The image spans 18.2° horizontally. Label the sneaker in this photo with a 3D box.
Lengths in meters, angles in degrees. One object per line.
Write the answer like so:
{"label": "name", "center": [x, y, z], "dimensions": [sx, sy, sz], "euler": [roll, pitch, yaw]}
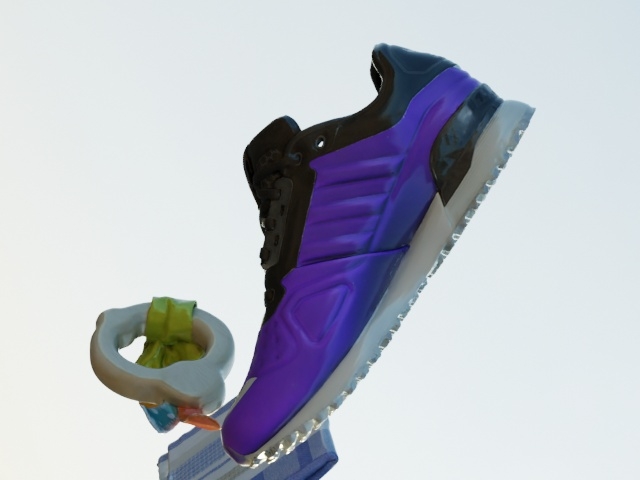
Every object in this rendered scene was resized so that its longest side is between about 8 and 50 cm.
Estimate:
{"label": "sneaker", "center": [0.000, 0.000, 1.272], "dimensions": [0.146, 0.293, 0.102], "euler": [35, -9, 2]}

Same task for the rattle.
{"label": "rattle", "center": [-0.130, 0.148, 1.698], "dimensions": [0.199, 0.130, 0.142], "euler": [55, -48, 49]}

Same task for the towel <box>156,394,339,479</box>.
{"label": "towel", "center": [-0.077, 0.226, 2.043], "dimensions": [0.034, 0.209, 0.285], "euler": [52, 5, -18]}
